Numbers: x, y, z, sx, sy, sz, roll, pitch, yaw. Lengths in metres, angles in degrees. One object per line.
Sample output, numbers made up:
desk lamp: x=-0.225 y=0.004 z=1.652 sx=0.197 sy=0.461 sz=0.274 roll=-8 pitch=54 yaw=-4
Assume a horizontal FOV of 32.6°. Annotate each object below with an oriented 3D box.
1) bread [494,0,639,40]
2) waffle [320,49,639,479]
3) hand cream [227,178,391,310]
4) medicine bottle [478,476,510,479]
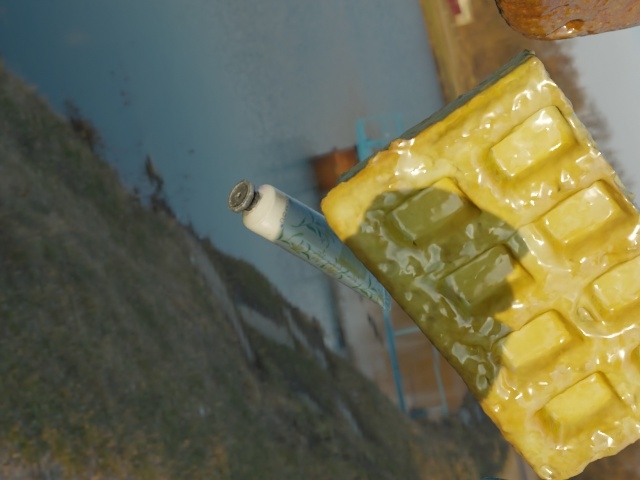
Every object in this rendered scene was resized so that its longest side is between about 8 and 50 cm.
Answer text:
bread: x=0.268 y=-0.304 z=1.030 sx=0.142 sy=0.253 sz=0.227 roll=64 pitch=-28 yaw=24
waffle: x=0.143 y=0.023 z=0.729 sx=0.274 sy=0.168 sz=0.057 roll=50 pitch=17 yaw=-16
hand cream: x=0.000 y=0.000 z=0.981 sx=0.194 sy=0.042 sz=0.067 roll=29 pitch=44 yaw=-35
medicine bottle: x=0.060 y=0.249 z=0.358 sx=0.124 sy=0.179 sz=0.324 roll=19 pitch=84 yaw=-39
